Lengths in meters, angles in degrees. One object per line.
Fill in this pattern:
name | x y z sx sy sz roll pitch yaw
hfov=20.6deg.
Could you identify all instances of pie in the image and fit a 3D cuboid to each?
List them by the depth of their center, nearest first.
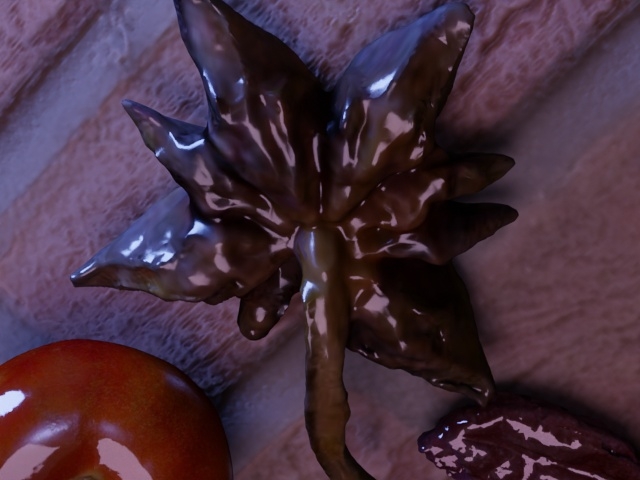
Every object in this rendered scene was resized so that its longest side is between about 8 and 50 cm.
pie | 0.140 0.205 1.215 0.204 0.054 0.219 33 117 -7

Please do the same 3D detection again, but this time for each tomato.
tomato | -0.156 0.156 1.188 0.195 0.136 0.195 -2 106 -5

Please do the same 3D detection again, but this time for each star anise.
star anise | -0.001 -0.002 1.100 0.292 0.109 0.349 28 119 5
